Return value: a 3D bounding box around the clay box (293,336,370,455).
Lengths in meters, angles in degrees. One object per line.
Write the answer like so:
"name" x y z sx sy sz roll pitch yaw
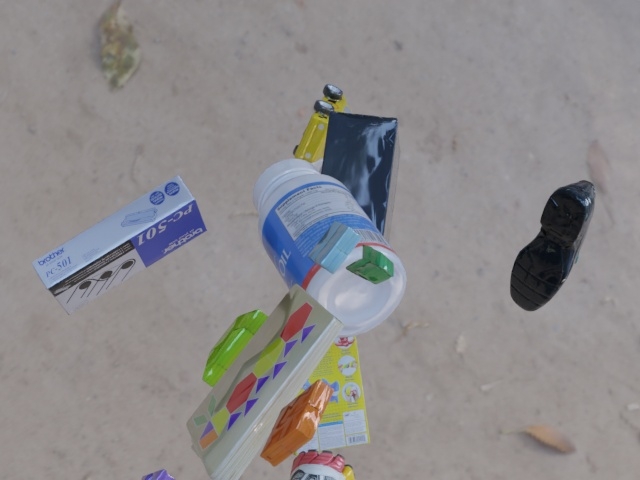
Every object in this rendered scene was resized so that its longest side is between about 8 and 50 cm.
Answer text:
"clay box" 0.000 0.225 1.775 0.127 0.053 0.222 -6 85 -14

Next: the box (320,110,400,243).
"box" 0.048 -0.028 1.540 0.103 0.184 0.261 7 81 4

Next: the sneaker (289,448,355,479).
"sneaker" -0.006 0.332 1.169 0.093 0.088 0.225 -66 152 -54

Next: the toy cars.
"toy cars" 0.004 -0.159 1.939 0.087 0.394 0.177 26 74 -1

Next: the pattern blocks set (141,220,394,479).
"pattern blocks set" -0.053 0.128 0.967 0.026 0.285 0.325 38 97 -19

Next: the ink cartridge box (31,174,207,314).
"ink cartridge box" -0.246 0.007 1.369 0.207 0.097 0.046 -32 69 -10

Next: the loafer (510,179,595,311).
"loafer" 0.265 0.008 1.230 0.062 0.170 0.061 38 39 20

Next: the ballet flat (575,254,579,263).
"ballet flat" 0.342 -0.017 1.504 0.041 0.114 0.041 3 37 -3

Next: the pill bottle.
"pill bottle" 0.000 0.000 1.278 0.124 0.124 0.221 5 31 -29
